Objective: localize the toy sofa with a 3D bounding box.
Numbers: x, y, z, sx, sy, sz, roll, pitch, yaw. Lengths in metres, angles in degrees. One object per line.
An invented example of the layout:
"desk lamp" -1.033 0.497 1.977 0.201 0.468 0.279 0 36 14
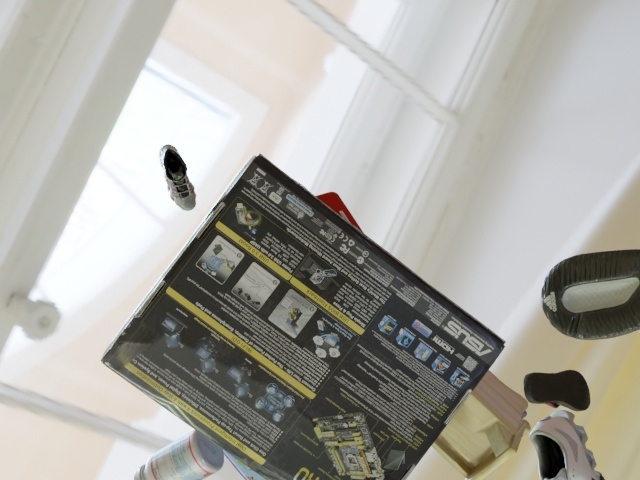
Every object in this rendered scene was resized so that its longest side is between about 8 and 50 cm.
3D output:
"toy sofa" 0.236 0.301 2.139 0.362 0.150 0.177 42 -150 0

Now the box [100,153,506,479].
"box" -0.019 0.133 1.332 0.395 0.318 0.097 36 177 -8

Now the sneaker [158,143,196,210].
"sneaker" -0.196 -0.083 1.468 0.098 0.038 0.069 67 172 -12

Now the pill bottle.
"pill bottle" -0.263 0.415 1.971 0.087 0.160 0.087 47 -156 -28

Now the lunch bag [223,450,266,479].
"lunch bag" -0.099 0.380 1.998 0.293 0.138 0.221 42 149 -15

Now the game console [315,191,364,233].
"game console" 0.000 0.000 1.891 0.085 0.124 0.144 96 150 -47

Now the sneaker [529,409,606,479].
"sneaker" 0.545 0.537 2.304 0.146 0.122 0.330 -9 -115 -48

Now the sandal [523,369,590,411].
"sandal" 0.381 0.245 1.757 0.179 0.067 0.040 13 158 -40

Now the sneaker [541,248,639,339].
"sneaker" 0.574 0.055 1.591 0.448 0.169 0.257 -5 180 25
